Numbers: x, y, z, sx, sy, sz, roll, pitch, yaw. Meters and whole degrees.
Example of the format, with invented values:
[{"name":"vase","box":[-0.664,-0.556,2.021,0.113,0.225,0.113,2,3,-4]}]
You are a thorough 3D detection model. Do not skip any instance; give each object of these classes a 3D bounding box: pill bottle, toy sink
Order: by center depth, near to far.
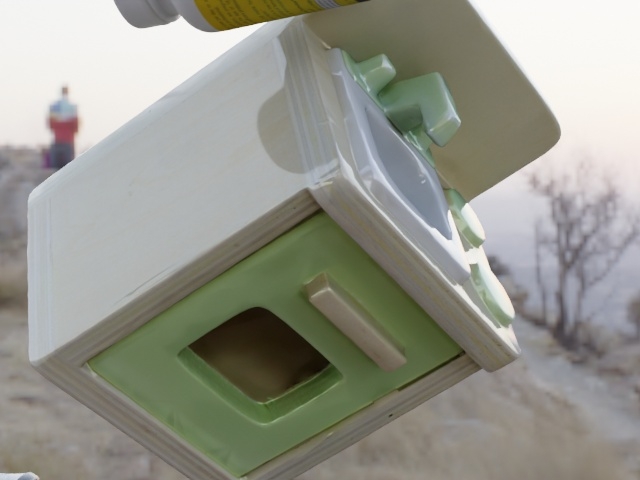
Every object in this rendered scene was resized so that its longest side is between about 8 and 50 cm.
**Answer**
[{"name":"pill bottle","box":[-0.030,-0.124,0.590,0.116,0.065,0.065,-9,-3,20]},{"name":"toy sink","box":[0.000,0.000,0.651,0.234,0.131,0.153,-32,-50,16]}]

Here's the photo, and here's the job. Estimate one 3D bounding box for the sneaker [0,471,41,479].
[{"name":"sneaker","box":[-0.223,0.216,0.805,0.106,0.234,0.078,17,30,9]}]
